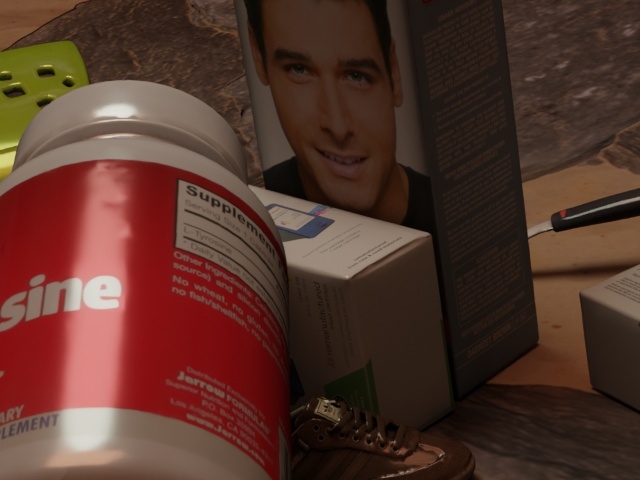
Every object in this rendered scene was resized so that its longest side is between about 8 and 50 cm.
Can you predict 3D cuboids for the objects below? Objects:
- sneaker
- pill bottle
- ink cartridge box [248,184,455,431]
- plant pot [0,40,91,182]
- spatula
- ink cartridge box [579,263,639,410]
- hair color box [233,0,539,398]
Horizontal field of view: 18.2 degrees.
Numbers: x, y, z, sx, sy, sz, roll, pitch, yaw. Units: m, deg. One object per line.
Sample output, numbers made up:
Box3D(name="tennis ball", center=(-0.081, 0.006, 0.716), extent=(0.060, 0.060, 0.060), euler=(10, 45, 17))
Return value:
Box3D(name="sneaker", center=(0.014, 0.148, 1.426), extent=(0.188, 0.071, 0.066), euler=(-4, 24, 12))
Box3D(name="pill bottle", center=(-0.134, 0.082, 1.317), extent=(0.229, 0.229, 0.408), euler=(-7, 41, 4))
Box3D(name="ink cartridge box", center=(-0.010, 0.057, 1.538), extent=(0.093, 0.154, 0.212), euler=(-28, 31, -35))
Box3D(name="plant pot", center=(-0.279, -0.018, 1.735), extent=(0.228, 0.227, 0.207), euler=(-16, 31, -16))
Box3D(name="spatula", center=(0.181, 0.000, 1.705), extent=(0.296, 0.030, 0.084), euler=(-21, 21, 18))
Box3D(name="ink cartridge box", center=(0.323, 0.059, 1.494), extent=(0.208, 0.087, 0.153), euler=(-22, 27, -25))
Box3D(name="hair color box", center=(0.050, -0.082, 1.550), extent=(0.185, 0.374, 0.113), euler=(14, 33, 41))
